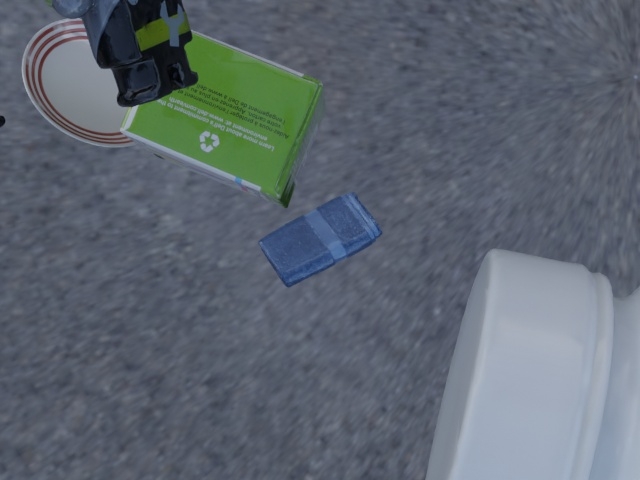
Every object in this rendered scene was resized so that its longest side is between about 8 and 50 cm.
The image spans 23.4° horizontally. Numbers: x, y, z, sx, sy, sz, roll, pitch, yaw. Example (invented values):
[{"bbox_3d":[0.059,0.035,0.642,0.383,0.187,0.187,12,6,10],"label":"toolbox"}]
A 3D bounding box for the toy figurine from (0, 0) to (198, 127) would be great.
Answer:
[{"bbox_3d":[-0.184,-0.144,0.945,0.210,0.213,0.148,-17,101,0],"label":"toy figurine"}]

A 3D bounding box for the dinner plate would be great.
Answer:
[{"bbox_3d":[-0.201,-0.140,1.392,0.141,0.141,0.017,45,142,4],"label":"dinner plate"}]

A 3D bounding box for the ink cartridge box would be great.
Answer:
[{"bbox_3d":[-0.130,-0.119,1.234,0.255,0.189,0.097,21,89,1],"label":"ink cartridge box"}]

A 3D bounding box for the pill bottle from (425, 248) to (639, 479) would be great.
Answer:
[{"bbox_3d":[0.260,0.139,0.831,0.392,0.224,0.224,14,99,1],"label":"pill bottle"}]

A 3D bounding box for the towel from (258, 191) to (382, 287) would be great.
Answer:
[{"bbox_3d":[0.000,0.000,1.616,0.119,0.029,0.067,-27,60,-12],"label":"towel"}]
